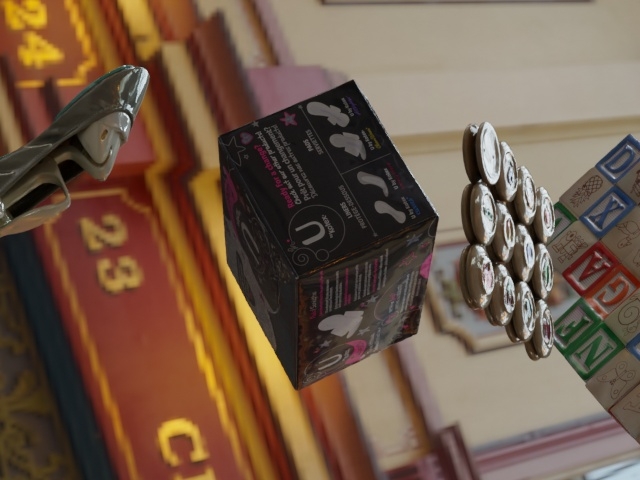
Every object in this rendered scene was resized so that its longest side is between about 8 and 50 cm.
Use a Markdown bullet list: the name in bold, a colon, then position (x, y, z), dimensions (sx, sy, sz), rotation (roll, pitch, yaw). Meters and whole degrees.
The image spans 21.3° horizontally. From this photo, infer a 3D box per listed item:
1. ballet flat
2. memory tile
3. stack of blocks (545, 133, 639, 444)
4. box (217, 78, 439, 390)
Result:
- **ballet flat**: position (-0.208, -0.061, 1.372), dimensions (0.068, 0.213, 0.072), rotation (44, -23, 22)
- **memory tile**: position (0.113, 0.002, 1.007), dimensions (0.012, 0.148, 0.113), rotation (-6, -111, 25)
- **stack of blocks**: position (0.273, 0.051, 1.368), dimensions (0.171, 0.087, 0.297), rotation (-43, -150, 6)
- **box**: position (0.000, 0.000, 1.550), dimensions (0.163, 0.142, 0.247), rotation (60, -15, 24)
